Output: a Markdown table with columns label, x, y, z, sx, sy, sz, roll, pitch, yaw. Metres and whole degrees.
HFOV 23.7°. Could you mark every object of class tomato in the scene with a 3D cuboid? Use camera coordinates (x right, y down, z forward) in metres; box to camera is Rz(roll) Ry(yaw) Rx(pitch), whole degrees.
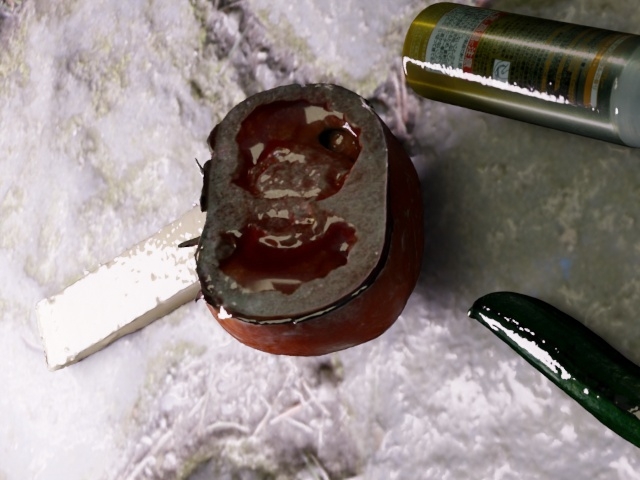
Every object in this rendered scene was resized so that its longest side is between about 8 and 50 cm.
| label | x | y | z | sx | sy | sz | roll | pitch | yaw |
| --- | --- | --- | --- | --- | --- | --- | --- | --- | --- |
| tomato | 0.000 | 0.000 | 1.240 | 0.180 | 0.155 | 0.214 | -3 | 62 | 24 |

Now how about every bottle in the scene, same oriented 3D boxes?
| label | x | y | z | sx | sy | sz | roll | pitch | yaw |
| --- | --- | --- | --- | --- | --- | --- | --- | --- | --- |
| bottle | 0.188 | -0.122 | 1.143 | 0.286 | 0.082 | 0.082 | 19 | 93 | 45 |

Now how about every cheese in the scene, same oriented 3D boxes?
| label | x | y | z | sx | sy | sz | roll | pitch | yaw |
| --- | --- | --- | --- | --- | --- | --- | --- | --- | --- |
| cheese | -0.142 | 0.024 | 1.456 | 0.400 | 0.034 | 0.085 | -28 | 61 | 36 |

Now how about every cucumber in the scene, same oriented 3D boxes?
| label | x | y | z | sx | sy | sz | roll | pitch | yaw |
| --- | --- | --- | --- | --- | --- | --- | --- | --- | --- |
| cucumber | 0.206 | 0.102 | 1.090 | 0.284 | 0.056 | 0.056 | 34 | 103 | 42 |
